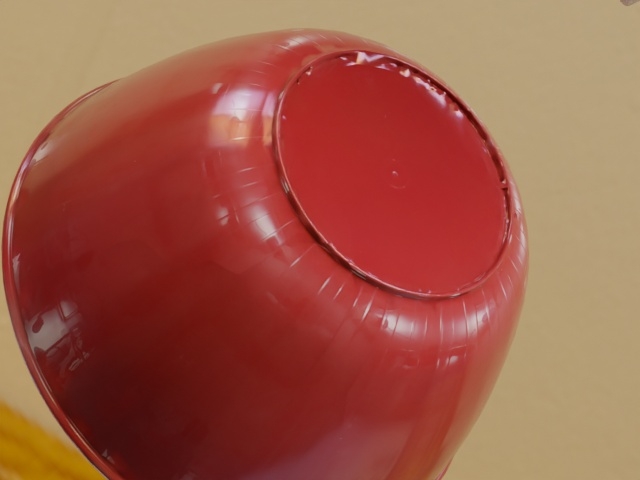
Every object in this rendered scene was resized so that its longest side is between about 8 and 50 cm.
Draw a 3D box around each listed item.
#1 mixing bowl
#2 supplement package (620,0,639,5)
[{"bbox_3d":[0.000,0.000,0.641,0.181,0.181,0.098,49,-43,0],"label":"mixing bowl"},{"bbox_3d":[0.113,-0.248,0.625,0.145,0.204,0.262,-24,-104,-5],"label":"supplement package"}]
